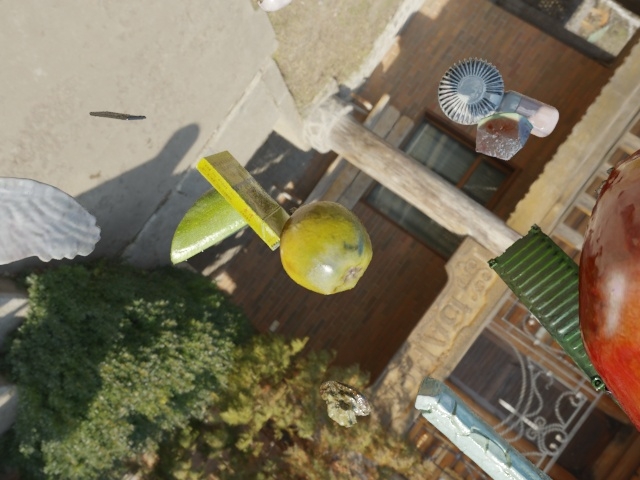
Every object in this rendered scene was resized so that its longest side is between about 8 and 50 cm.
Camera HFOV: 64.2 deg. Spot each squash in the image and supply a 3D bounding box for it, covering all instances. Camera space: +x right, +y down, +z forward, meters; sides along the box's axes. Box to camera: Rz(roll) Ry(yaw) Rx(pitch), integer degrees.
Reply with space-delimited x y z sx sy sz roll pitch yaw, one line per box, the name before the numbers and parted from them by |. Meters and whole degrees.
squash | -0.328 -0.065 1.406 0.252 0.170 0.093 -29 136 0

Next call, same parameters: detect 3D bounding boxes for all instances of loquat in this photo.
loquat | 0.000 0.000 1.173 0.213 0.246 0.214 -28 148 -19

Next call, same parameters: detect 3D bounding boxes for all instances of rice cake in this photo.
rice cake | 0.308 0.380 0.941 0.063 0.336 0.066 -50 -179 34

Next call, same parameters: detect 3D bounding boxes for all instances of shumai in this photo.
shumai | 0.053 0.429 1.345 0.105 0.139 0.123 -37 166 -27

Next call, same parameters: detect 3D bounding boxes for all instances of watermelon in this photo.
watermelon | 0.291 -0.162 0.823 0.092 0.084 0.072 33 75 -55

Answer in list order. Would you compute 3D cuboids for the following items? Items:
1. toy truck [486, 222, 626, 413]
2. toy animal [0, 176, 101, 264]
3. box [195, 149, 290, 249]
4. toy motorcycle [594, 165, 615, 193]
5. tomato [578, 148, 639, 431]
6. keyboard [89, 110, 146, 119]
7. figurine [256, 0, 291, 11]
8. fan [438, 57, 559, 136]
toy truck | 0.328 0.109 0.612 0.088 0.259 0.121 -43 144 13
toy animal | -0.419 0.010 0.482 0.302 0.224 0.284 86 22 -58
box | -0.181 -0.108 1.291 0.041 0.279 0.153 -42 -176 20
toy motorcycle | 0.512 -0.038 0.742 0.127 0.205 0.275 -34 178 24
tomato | 0.373 0.035 0.376 0.324 0.294 0.289 -9 174 42
keyboard | -0.568 -0.349 1.424 0.061 0.204 0.013 -19 117 -47
figurine | -0.111 -0.666 1.296 0.112 0.137 0.229 36 61 -46
fan | 0.356 -0.278 1.030 0.130 0.244 0.074 -65 171 13
